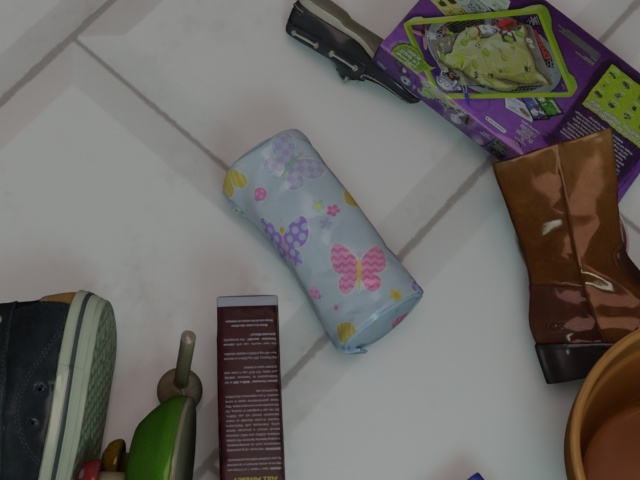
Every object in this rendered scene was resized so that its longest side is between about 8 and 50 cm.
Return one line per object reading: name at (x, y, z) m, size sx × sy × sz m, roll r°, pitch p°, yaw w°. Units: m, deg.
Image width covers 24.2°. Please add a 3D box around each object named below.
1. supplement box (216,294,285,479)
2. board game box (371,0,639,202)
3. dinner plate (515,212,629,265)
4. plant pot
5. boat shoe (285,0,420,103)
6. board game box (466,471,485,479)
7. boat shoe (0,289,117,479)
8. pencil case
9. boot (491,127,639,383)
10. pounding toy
supplement box at (-0.079, 0.194, 1.672) m, size 0.073 × 0.130 × 0.239 m, roll -2°, pitch 69°, yaw -4°
board game box at (0.260, -0.193, 1.852) m, size 0.347 × 0.056 × 0.208 m, roll 39°, pitch 61°, yaw 3°
dinner plate at (0.307, -0.001, 1.832) m, size 0.141 × 0.017 × 0.141 m, roll 1°, pitch 70°, yaw -3°
plant pot at (0.396, 0.251, 1.644) m, size 0.291 × 0.203 × 0.291 m, roll 2°, pitch 69°, yaw -4°
boat shoe at (0.044, -0.232, 1.889) m, size 0.206 × 0.075 × 0.065 m, roll 39°, pitch 115°, yaw 5°
board game box at (0.149, 0.473, 1.616) m, size 0.318 × 0.066 × 0.318 m, roll -37°, pitch 76°, yaw -15°
boat shoe at (-0.336, 0.283, 1.600) m, size 0.156 × 0.187 × 0.500 m, roll 5°, pitch 64°, yaw 4°
pencil case at (0.000, 0.000, 1.760) m, size 0.124 × 0.113 × 0.273 m, roll -36°, pitch 75°, yaw -5°
boot at (0.357, 0.008, 1.763) m, size 0.264 × 0.096 × 0.280 m, roll -11°, pitch 87°, yaw 5°
pounding toy at (-0.198, 0.230, 1.626) m, size 0.110 × 0.183 × 0.237 m, roll 5°, pitch 66°, yaw 2°
